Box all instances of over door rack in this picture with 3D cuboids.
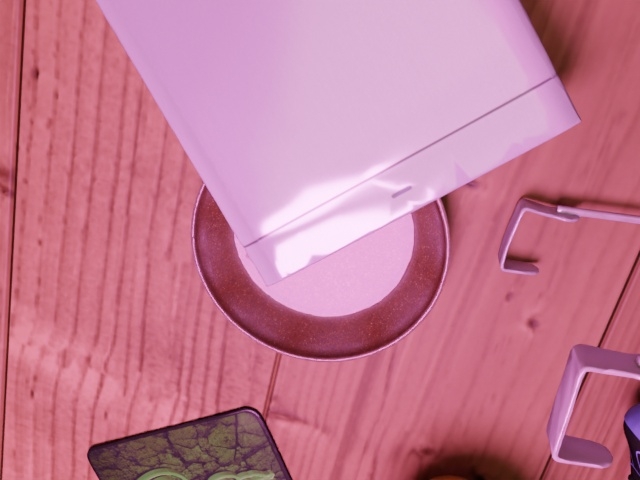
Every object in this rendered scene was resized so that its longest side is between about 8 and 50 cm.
[{"bbox_3d":[0.275,0.012,0.387,0.324,0.239,0.108,-3,111,10],"label":"over door rack"}]

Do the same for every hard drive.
[{"bbox_3d":[-0.024,-0.174,0.444,0.233,0.047,0.353,-28,97,15],"label":"hard drive"}]

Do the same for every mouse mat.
[{"bbox_3d":[-0.117,0.242,0.669,0.189,0.007,0.152,-18,107,16],"label":"mouse mat"}]

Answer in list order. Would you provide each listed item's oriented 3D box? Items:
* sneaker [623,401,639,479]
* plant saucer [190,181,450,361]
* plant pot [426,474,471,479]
[{"bbox_3d":[0.286,0.232,0.557,0.090,0.081,0.232,-32,104,12],"label":"sneaker"},{"bbox_3d":[0.000,0.000,0.539,0.198,0.036,0.198,3,111,8],"label":"plant saucer"},{"bbox_3d":[0.111,0.256,0.587,0.134,0.095,0.134,3,112,8],"label":"plant pot"}]
